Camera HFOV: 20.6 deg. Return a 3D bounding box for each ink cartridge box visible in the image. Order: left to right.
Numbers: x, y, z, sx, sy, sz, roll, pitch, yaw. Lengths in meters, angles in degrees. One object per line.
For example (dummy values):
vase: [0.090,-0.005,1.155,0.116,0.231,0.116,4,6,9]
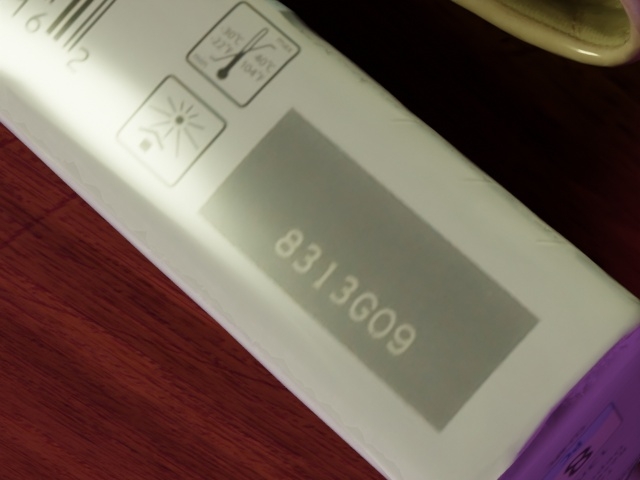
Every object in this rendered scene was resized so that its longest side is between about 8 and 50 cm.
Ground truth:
ink cartridge box: [0.000,0.000,0.689,0.308,0.091,0.385,41,179,20]

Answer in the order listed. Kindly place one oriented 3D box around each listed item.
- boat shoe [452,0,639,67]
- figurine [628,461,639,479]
boat shoe: [-0.018,-0.152,0.524,0.302,0.098,0.109,28,152,-9]
figurine: [0.175,0.102,0.856,0.215,0.092,0.209,8,154,28]
